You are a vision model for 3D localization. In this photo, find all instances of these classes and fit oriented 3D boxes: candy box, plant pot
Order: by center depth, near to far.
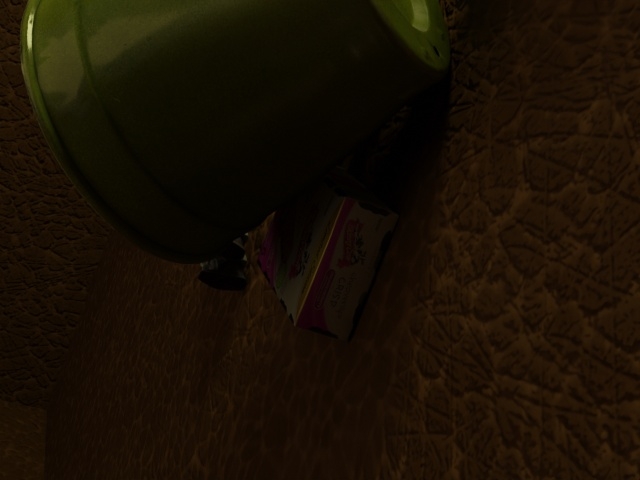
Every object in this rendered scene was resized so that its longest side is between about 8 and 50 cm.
[{"bbox_3d":[-0.064,-0.206,1.083,0.353,0.366,0.366,-24,44,26],"label":"plant pot"},{"bbox_3d":[0.000,0.000,1.189,0.159,0.071,0.233,-69,20,10],"label":"candy box"}]

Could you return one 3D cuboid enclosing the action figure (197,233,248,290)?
[{"bbox_3d":[-0.154,-0.054,1.626,0.285,0.099,0.185,-94,23,-52],"label":"action figure"}]
